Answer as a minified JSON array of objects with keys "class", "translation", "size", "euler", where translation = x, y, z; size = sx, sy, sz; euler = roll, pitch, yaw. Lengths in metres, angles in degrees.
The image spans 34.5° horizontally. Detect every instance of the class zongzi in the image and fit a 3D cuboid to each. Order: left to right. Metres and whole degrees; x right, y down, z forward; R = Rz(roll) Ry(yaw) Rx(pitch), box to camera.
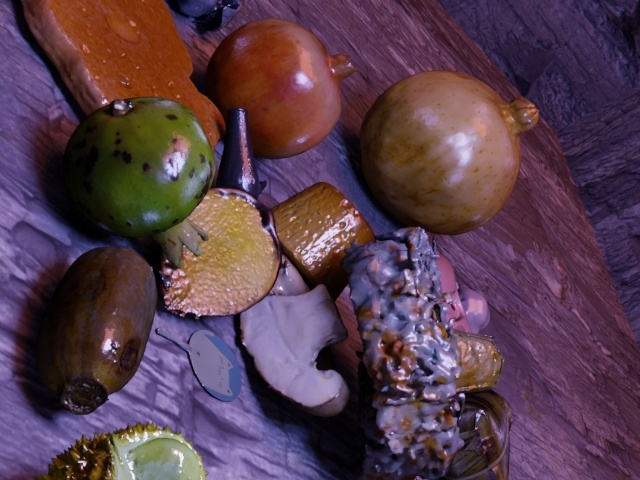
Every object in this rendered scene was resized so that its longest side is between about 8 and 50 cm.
[{"class":"zongzi","translation":[0.310,0.431,1.949],"size":[0.286,0.134,0.288],"euler":[-8,82,-68]}]

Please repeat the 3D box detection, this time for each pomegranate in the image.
[{"class":"pomegranate","translation":[-0.239,-0.080,1.416],"size":[0.211,0.211,0.263],"euler":[-82,158,-55]},{"class":"pomegranate","translation":[-0.066,-0.279,1.866],"size":[0.252,0.270,0.229],"euler":[67,17,2]},{"class":"pomegranate","translation":[0.292,-0.210,2.286],"size":[0.410,0.410,0.410],"euler":[43,29,-31]}]

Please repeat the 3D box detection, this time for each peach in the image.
[{"class":"peach","translation":[-0.162,0.033,1.546],"size":[0.189,0.068,0.279],"euler":[45,46,-2]}]

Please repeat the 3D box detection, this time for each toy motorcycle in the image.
[{"class":"toy motorcycle","translation":[-0.249,-0.495,1.972],"size":[0.307,0.108,0.173],"euler":[17,52,-52]}]

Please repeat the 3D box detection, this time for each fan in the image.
[{"class":"fan","translation":[-0.171,0.166,1.472],"size":[0.175,0.005,0.113],"euler":[38,31,-37]}]

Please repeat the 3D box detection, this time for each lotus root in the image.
[{"class":"lotus root","translation":[-0.266,0.097,1.231],"size":[0.123,0.124,0.241],"euler":[47,25,-24]}]

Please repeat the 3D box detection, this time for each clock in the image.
[{"class":"clock","translation":[0.225,0.153,2.050],"size":[0.241,0.142,0.227],"euler":[64,24,4]}]

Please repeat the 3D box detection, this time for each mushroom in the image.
[{"class":"mushroom","translation":[-0.025,0.163,1.601],"size":[0.286,0.156,0.151],"euler":[66,6,35]}]

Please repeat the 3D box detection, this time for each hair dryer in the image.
[{"class":"hair dryer","translation":[-0.126,-0.120,1.793],"size":[0.219,0.075,0.196],"euler":[8,82,-81]}]

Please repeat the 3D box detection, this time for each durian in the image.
[{"class":"durian","translation":[-0.203,0.311,1.045],"size":[0.200,0.176,0.237],"euler":[25,34,-35]}]

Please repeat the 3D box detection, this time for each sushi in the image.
[{"class":"sushi","translation":[0.125,0.176,1.616],"size":[0.417,0.175,0.418],"euler":[-4,90,-86]}]

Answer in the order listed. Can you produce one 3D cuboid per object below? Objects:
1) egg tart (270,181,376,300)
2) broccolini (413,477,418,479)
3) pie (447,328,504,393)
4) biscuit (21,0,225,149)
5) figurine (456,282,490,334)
[{"class":"egg tart","translation":[0.000,0.000,1.727],"size":[0.202,0.147,0.202],"euler":[49,-8,9]},{"class":"broccolini","translation":[0.196,0.476,1.780],"size":[0.218,0.044,0.042],"euler":[51,10,-27]},{"class":"pie","translation":[0.217,0.224,1.916],"size":[0.282,0.068,0.129],"euler":[5,91,-25]},{"class":"biscuit","translation":[-0.325,-0.307,1.647],"size":[0.455,0.078,0.349],"euler":[64,22,9]},{"class":"figurine","translation":[0.298,0.144,2.260],"size":[0.229,0.112,0.137],"euler":[36,31,-26]}]
